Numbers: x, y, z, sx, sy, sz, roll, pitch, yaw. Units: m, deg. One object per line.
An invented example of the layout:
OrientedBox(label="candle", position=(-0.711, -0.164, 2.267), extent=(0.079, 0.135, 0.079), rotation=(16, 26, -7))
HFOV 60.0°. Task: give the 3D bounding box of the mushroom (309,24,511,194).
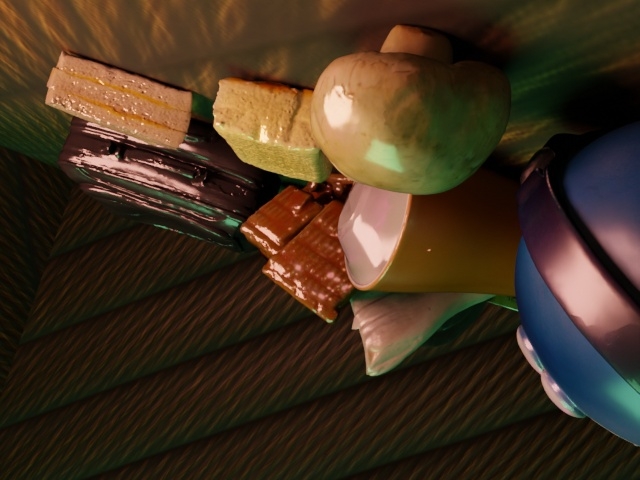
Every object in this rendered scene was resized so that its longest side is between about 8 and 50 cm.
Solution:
OrientedBox(label="mushroom", position=(0.062, -0.089, 0.398), extent=(0.148, 0.112, 0.148), rotation=(15, 177, 1))

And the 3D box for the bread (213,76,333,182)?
OrientedBox(label="bread", position=(-0.046, -0.125, 0.652), extent=(0.126, 0.068, 0.188), rotation=(16, 176, 5))

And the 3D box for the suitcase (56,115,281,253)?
OrientedBox(label="suitcase", position=(-0.248, -0.113, 0.987), extent=(0.345, 0.188, 0.339), rotation=(18, 170, 0))

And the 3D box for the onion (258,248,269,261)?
OrientedBox(label="onion", position=(-0.022, 0.002, 1.256), extent=(0.281, 0.221, 0.281), rotation=(4, 149, 3))

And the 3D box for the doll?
OrientedBox(label="doll", position=(0.283, 0.035, 0.403), extent=(0.310, 0.284, 0.240), rotation=(4, 137, -26))

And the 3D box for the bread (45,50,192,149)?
OrientedBox(label="bread", position=(-0.254, -0.177, 0.702), extent=(0.152, 0.077, 0.105), rotation=(16, -179, -38))

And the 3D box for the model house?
OrientedBox(label="model house", position=(0.001, -0.001, 0.822), extent=(0.199, 0.219, 0.229), rotation=(44, -139, 7))

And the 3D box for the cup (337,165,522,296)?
OrientedBox(label="cup", position=(0.154, -0.027, 0.663), extent=(0.264, 0.182, 0.226), rotation=(12, -150, -16))

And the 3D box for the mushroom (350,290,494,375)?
OrientedBox(label="mushroom", position=(0.196, 0.083, 0.895), extent=(0.329, 0.159, 0.122), rotation=(-23, 171, -3))

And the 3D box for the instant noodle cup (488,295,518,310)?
OrientedBox(label="instant noodle cup", position=(0.428, 0.090, 1.184), extent=(0.152, 0.122, 0.151), rotation=(19, 177, 1))

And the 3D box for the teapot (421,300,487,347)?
OrientedBox(label="teapot", position=(0.157, 0.053, 1.091), extent=(0.322, 0.239, 0.239), rotation=(14, -168, -38))
